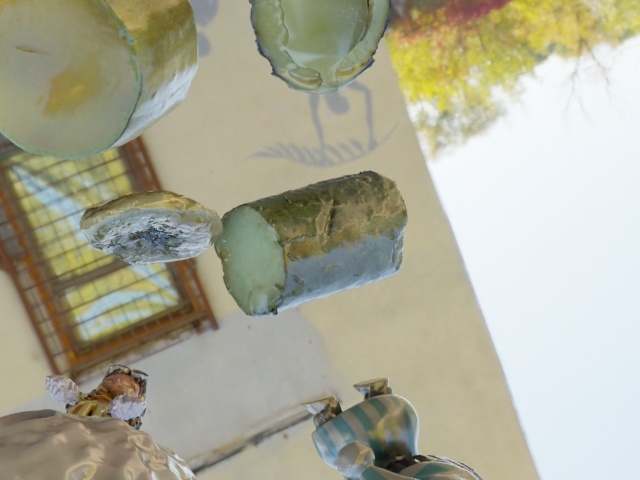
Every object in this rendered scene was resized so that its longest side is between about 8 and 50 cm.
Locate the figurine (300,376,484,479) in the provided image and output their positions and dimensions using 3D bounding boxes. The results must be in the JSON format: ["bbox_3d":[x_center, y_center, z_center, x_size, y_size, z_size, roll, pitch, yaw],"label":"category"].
[{"bbox_3d":[0.153,0.352,1.188,0.266,0.361,0.378,-14,168,-29],"label":"figurine"}]

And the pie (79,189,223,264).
[{"bbox_3d":[-0.234,-0.019,1.241,0.185,0.052,0.218,-18,156,19],"label":"pie"}]

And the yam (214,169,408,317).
[{"bbox_3d":[0.000,0.000,1.389,0.300,0.195,0.195,-17,-174,-33],"label":"yam"}]

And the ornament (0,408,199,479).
[{"bbox_3d":[-0.219,0.310,0.699,0.337,0.337,0.337,-21,-171,3],"label":"ornament"}]

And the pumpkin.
[{"bbox_3d":[-0.361,-0.278,1.286,0.332,0.332,0.199,-19,-155,11],"label":"pumpkin"}]

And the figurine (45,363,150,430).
[{"bbox_3d":[-0.366,0.284,1.410,0.175,0.115,0.240,13,-174,10],"label":"figurine"}]

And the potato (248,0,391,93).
[{"bbox_3d":[-0.009,-0.398,1.353,0.243,0.285,0.242,-6,-128,8],"label":"potato"}]
